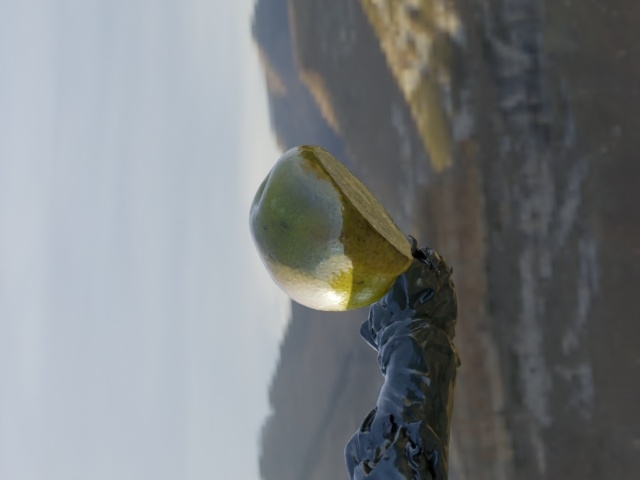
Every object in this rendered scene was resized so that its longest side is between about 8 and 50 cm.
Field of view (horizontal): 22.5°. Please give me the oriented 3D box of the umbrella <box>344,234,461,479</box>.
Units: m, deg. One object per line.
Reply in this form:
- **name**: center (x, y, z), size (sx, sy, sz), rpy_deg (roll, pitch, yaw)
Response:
- **umbrella**: center (0.070, 0.164, 1.371), size (0.143, 0.094, 0.348), rpy_deg (67, -157, -59)

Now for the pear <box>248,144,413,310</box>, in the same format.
- **pear**: center (0.000, 0.000, 1.267), size (0.141, 0.104, 0.141), rpy_deg (42, -169, -10)
